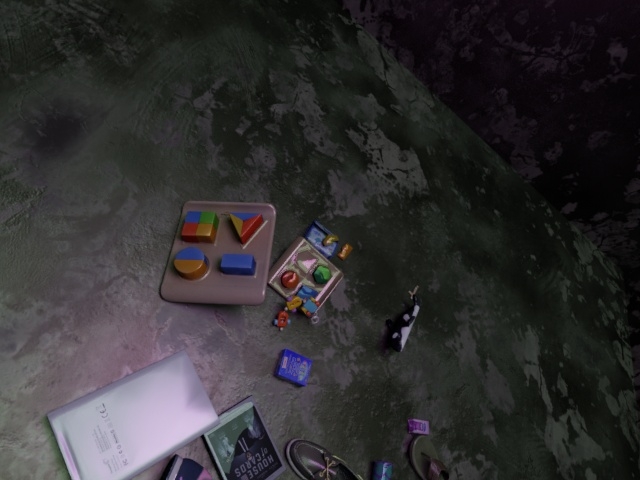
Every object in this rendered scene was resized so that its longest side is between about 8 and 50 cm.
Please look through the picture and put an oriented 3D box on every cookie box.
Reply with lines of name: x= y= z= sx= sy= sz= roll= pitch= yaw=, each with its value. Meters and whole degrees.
cookie box: x=-0.090 y=0.422 z=1.388 sx=0.107 sy=0.040 sz=0.092 roll=30 pitch=53 yaw=-18

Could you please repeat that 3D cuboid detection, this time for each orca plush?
orca plush: x=0.321 y=0.322 z=1.683 sx=0.102 sy=0.151 sz=0.287 roll=23 pitch=52 yaw=16

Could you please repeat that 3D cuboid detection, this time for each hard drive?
hard drive: x=-0.470 y=0.466 z=1.088 sx=0.352 sy=0.047 sz=0.233 roll=-21 pitch=72 yaw=-38

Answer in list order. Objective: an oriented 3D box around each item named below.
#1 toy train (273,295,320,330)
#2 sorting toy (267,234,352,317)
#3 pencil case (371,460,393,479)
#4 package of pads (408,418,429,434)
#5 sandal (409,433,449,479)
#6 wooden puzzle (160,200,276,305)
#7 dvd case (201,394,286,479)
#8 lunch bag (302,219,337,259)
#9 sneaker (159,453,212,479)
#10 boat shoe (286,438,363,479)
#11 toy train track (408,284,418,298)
toy train: x=-0.084 y=0.246 z=1.459 sx=0.166 sy=0.046 sz=0.125 roll=1 pitch=108 yaw=-26
sorting toy: x=-0.025 y=0.095 z=1.526 sx=0.229 sy=0.041 sz=0.307 roll=41 pitch=75 yaw=-8
pencil case: x=0.202 y=0.807 z=1.372 sx=0.070 sy=0.064 sz=0.152 roll=16 pitch=58 yaw=-8
package of pads: x=0.368 y=0.696 z=1.564 sx=0.083 sy=0.032 sz=0.050 roll=20 pitch=54 yaw=-25
sandal: x=0.417 y=0.838 z=1.488 sx=0.120 sy=0.086 sz=0.303 roll=-16 pitch=76 yaw=-39
wooden puzzle: x=-0.317 y=0.022 z=1.319 sx=0.321 sy=0.081 sz=0.348 roll=2 pitch=63 yaw=2
dvd case: x=-0.223 y=0.604 z=1.212 sx=0.179 sy=0.029 sz=0.239 roll=-21 pitch=79 yaw=-39
lunch bag: x=0.000 y=0.000 z=1.639 sx=0.128 sy=0.096 sz=0.151 roll=38 pitch=38 yaw=-9
sneaker: x=-0.366 y=0.703 z=1.010 sx=0.131 sy=0.112 sz=0.319 roll=29 pitch=55 yaw=-15
boat shoe: x=0.029 y=0.712 z=1.286 sx=0.305 sy=0.091 sz=0.109 roll=42 pitch=50 yaw=-9
toy train track: x=0.417 y=0.228 z=1.851 sx=0.048 sy=0.014 sz=0.083 roll=45 pitch=49 yaw=-7
